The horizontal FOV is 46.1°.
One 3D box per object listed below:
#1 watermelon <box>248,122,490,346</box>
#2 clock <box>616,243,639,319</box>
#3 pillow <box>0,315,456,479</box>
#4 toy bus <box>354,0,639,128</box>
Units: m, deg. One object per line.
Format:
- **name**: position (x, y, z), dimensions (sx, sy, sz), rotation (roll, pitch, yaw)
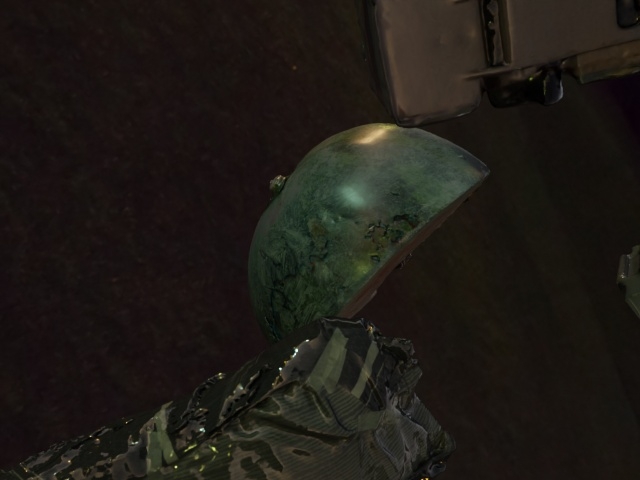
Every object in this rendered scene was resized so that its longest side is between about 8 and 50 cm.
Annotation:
- **watermelon**: position (-0.004, -0.005, 0.802), dimensions (0.175, 0.322, 0.188), rotation (46, 37, 10)
- **clock**: position (0.445, 0.020, 0.860), dimensions (0.083, 0.186, 0.253), rotation (60, 24, 6)
- **pillow**: position (-0.085, 0.159, 0.448), dimensions (0.092, 0.335, 0.161), rotation (-111, 177, -69)
- **toy bus**: position (0.182, -0.164, 0.490), dimensions (0.138, 0.317, 0.112), rotation (-108, -172, -66)
